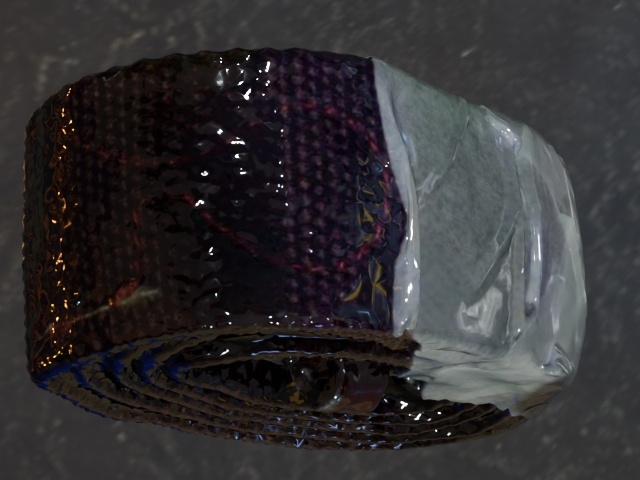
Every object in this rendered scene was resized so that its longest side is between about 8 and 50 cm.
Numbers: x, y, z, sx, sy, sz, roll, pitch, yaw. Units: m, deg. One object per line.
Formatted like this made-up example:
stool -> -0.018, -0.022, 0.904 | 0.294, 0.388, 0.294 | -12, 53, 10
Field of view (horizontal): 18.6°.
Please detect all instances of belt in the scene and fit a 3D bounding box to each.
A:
belt -> 0.000, 0.000, 0.855 | 0.184, 0.289, 0.164 | -19, 68, 32
